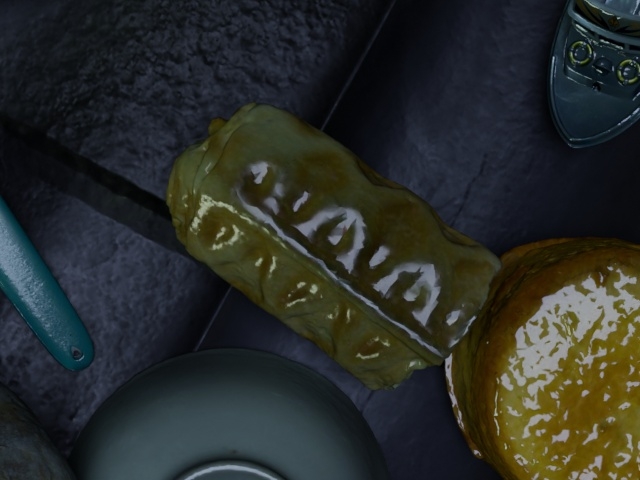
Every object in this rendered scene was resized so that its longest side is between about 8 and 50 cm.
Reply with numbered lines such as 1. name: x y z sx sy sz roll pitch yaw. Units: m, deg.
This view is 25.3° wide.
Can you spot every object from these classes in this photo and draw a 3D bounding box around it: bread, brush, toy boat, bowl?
1. bread: 0.000 0.000 1.163 0.268 0.130 0.152 36 91 -3
2. brush: -0.250 0.026 1.192 0.043 0.032 0.193 -34 105 -9
3. toy boat: 0.271 -0.213 1.191 0.114 0.122 0.296 25 90 20
4. bowl: -0.076 0.235 1.146 0.289 0.146 0.289 0 90 -4
5. bread: 0.234 0.120 1.176 0.268 0.146 0.268 0 93 -3

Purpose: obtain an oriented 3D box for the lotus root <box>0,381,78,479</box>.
1. lotus root: -0.269 0.206 1.093 0.175 0.175 0.349 -32 54 -4
